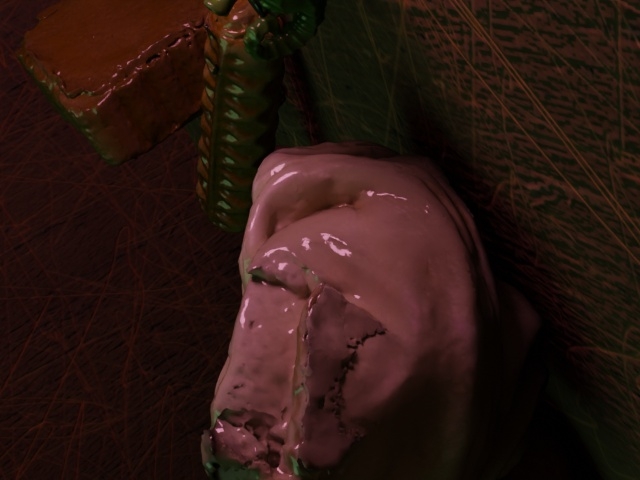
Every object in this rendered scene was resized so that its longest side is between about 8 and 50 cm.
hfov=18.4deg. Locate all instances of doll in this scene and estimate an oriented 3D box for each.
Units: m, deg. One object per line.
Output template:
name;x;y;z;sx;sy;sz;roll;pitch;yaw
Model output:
doll;-0.029;-0.185;1.390;0.050;0.115;0.190;55;175;25

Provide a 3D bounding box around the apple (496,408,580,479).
apple;0.137;0.228;1.729;0.188;0.188;0.174;52;166;50

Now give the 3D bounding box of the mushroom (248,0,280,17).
mushroom;-0.104;-0.271;1.520;0.247;0.130;0.344;65;174;-12

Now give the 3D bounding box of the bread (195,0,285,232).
bread;-0.083;-0.122;2.014;0.084;0.077;0.367;19;148;5

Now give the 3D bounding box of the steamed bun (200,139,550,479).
steamed bun;0.058;0.101;1.527;0.394;0.237;0.346;-69;-19;-62

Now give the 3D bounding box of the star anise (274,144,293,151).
star anise;0.000;0.000;2.195;0.229;0.093;0.236;56;170;19

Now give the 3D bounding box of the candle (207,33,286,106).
candle;-0.086;-0.197;2.133;0.130;0.052;0.052;62;173;-22

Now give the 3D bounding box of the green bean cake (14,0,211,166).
green bean cake;-0.207;-0.211;2.251;0.224;0.230;0.131;46;168;51
